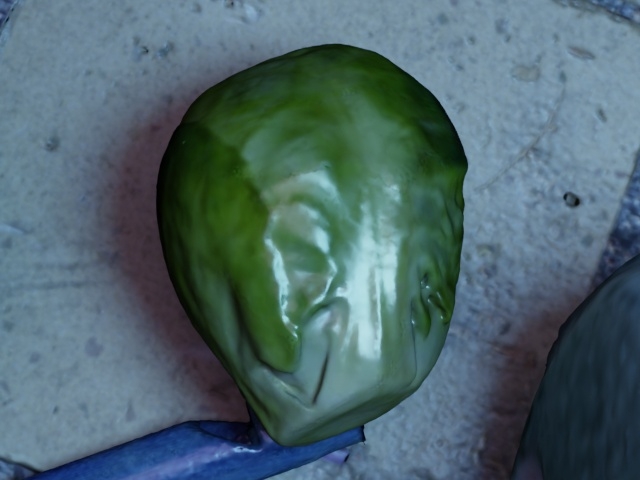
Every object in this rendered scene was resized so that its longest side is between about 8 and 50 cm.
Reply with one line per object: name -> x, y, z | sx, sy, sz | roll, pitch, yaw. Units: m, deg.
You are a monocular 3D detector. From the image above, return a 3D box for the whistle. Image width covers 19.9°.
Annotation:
whistle -> -0.119, 0.166, 1.270 | 0.304, 0.062, 0.062 | -19, 79, -5

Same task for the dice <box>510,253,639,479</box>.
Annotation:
dice -> 0.297, 0.207, 1.082 | 0.328, 0.330, 0.348 | 11, 48, -9

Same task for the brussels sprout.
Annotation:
brussels sprout -> 0.000, 0.000, 1.214 | 0.210, 0.219, 0.271 | -9, 63, -2
